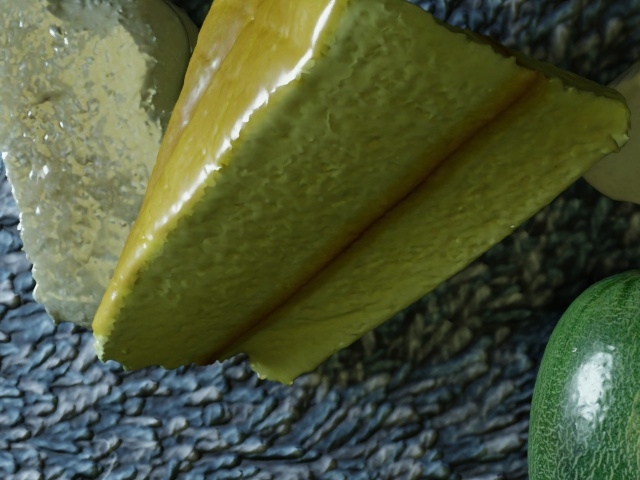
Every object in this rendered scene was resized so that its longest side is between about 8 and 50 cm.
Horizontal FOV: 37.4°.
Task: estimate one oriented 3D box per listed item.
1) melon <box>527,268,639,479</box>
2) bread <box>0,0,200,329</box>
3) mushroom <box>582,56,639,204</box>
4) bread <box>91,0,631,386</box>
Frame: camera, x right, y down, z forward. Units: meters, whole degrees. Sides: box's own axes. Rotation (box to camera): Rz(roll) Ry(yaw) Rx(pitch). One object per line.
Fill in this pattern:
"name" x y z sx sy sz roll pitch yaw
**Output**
"melon" 0.249 0.163 0.719 0.182 0.182 0.287 5 101 7
"bread" -0.177 -0.096 0.775 0.183 0.102 0.337 -12 99 10
"mushroom" 0.354 -0.128 0.688 0.350 0.128 0.128 -21 96 7
"bread" 0.000 0.000 0.677 0.233 0.245 0.361 16 107 -29
